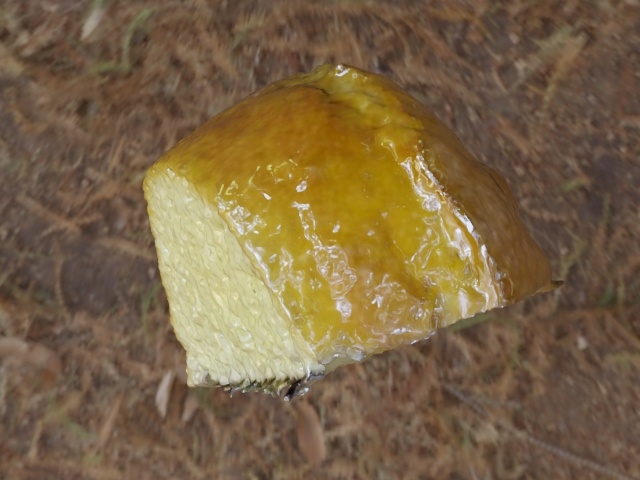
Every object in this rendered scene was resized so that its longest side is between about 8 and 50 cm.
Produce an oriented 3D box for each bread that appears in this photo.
[{"bbox_3d":[-0.005,-0.007,0.649,0.129,0.260,0.134,-23,88,-18],"label":"bread"}]
